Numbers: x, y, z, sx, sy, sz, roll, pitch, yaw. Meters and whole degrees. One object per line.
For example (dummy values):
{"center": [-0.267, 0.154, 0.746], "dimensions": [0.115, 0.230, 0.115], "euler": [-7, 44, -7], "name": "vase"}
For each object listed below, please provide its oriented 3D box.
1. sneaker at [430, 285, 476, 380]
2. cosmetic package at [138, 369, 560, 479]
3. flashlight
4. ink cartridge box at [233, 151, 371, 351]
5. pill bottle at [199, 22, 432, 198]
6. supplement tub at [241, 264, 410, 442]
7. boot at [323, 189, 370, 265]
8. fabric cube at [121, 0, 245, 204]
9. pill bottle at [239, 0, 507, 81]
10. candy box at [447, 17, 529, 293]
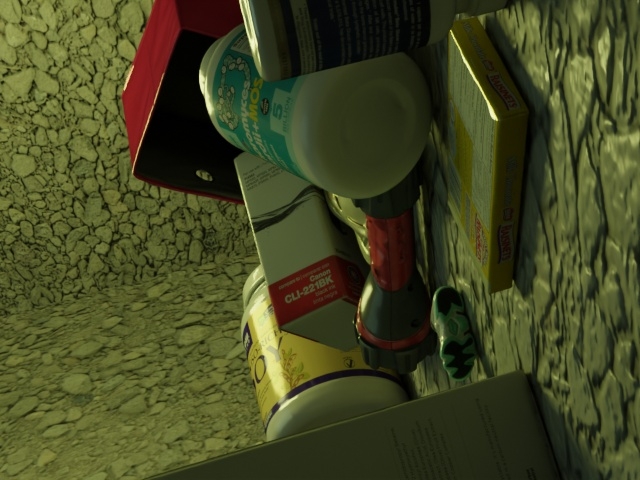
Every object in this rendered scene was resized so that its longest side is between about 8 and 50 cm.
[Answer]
{"center": [0.137, 0.098, 1.065], "dimensions": [0.069, 0.038, 0.098], "euler": [98, 167, -81], "name": "sneaker"}
{"center": [0.015, 0.244, 0.916], "dimensions": [0.197, 0.365, 0.155], "euler": [103, 152, -78], "name": "cosmetic package"}
{"center": [0.078, 0.020, 1.143], "dimensions": [0.103, 0.103, 0.304], "euler": [38, 150, 36], "name": "flashlight"}
{"center": [0.000, 0.000, 1.443], "dimensions": [0.197, 0.114, 0.273], "euler": [27, -139, -57], "name": "ink cartridge box"}
{"center": [-0.021, -0.143, 1.020], "dimensions": [0.264, 0.146, 0.146], "euler": [29, 138, 51], "name": "pill bottle"}
{"center": [-0.002, 0.199, 1.719], "dimensions": [0.241, 0.241, 0.331], "euler": [81, 172, -48], "name": "supplement tub"}
{"center": [0.050, -0.086, 1.275], "dimensions": [0.213, 0.077, 0.165], "euler": [-118, 13, -48], "name": "boot"}
{"center": [-0.154, -0.239, 1.599], "dimensions": [0.259, 0.254, 0.258], "euler": [-65, 26, 27], "name": "fabric cube"}
{"center": [0.033, -0.167, 0.669], "dimensions": [0.094, 0.169, 0.094], "euler": [166, 90, -86], "name": "pill bottle"}
{"center": [0.125, -0.059, 0.781], "dimensions": [0.206, 0.027, 0.105], "euler": [81, 170, -52], "name": "candy box"}
